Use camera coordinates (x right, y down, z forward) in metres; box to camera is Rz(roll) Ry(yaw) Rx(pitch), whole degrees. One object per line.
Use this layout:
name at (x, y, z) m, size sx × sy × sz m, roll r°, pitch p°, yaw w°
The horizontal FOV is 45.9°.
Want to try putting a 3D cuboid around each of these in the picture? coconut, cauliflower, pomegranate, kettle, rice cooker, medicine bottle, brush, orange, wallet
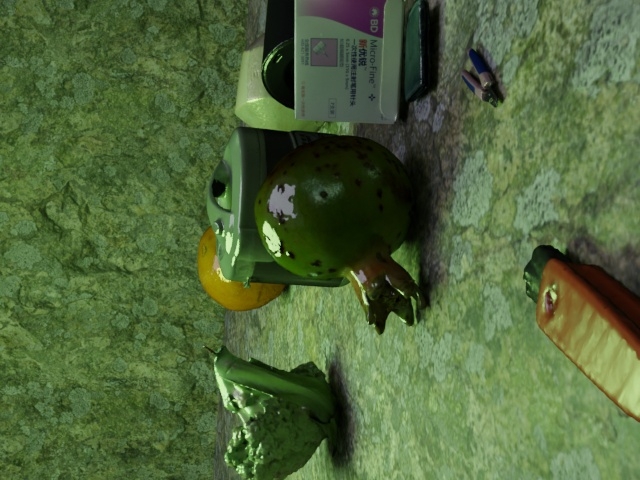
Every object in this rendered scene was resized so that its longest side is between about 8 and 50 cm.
coconut at (-0.072, -0.309, 1.586) m, size 0.241 × 0.241 × 0.241 m, roll -176°, pitch 90°, yaw -76°
cauliflower at (-0.105, 0.310, 1.419) m, size 0.256 × 0.315 × 0.239 m, roll -44°, pitch -12°, yaw -24°
pomegranate at (0.022, -0.015, 1.069) m, size 0.231 × 0.231 × 0.285 m, roll 113°, pitch 157°, yaw -54°
kettle at (0.020, -0.395, 1.369) m, size 0.203 × 0.262 × 0.308 m, roll -24°, pitch 53°, yaw 35°
rice cooker at (-0.060, -0.060, 1.322) m, size 0.288 × 0.277 × 0.288 m, roll -175°, pitch 90°, yaw -77°
medicine bottle at (0.045, -0.284, 1.158) m, size 0.052 × 0.171 × 0.201 m, roll -47°, pitch -39°, yaw -67°
brush at (0.227, 0.081, 0.568) m, size 0.323 × 0.051 × 0.070 m, roll -121°, pitch 39°, yaw -67°
orange at (-0.198, 0.052, 1.959) m, size 0.261 × 0.261 × 0.261 m, roll -176°, pitch 90°, yaw -76°
wallet at (0.140, -0.268, 1.077) m, size 0.088 × 0.026 × 0.129 m, roll 149°, pitch 122°, yaw -80°

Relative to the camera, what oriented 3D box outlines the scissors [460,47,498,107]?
scissors at (0.188, -0.187, 0.885) m, size 0.113 × 0.012 × 0.039 m, roll -105°, pitch 22°, yaw -53°
